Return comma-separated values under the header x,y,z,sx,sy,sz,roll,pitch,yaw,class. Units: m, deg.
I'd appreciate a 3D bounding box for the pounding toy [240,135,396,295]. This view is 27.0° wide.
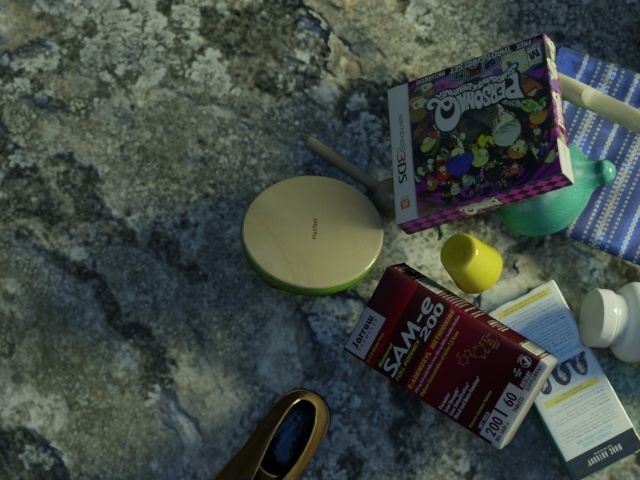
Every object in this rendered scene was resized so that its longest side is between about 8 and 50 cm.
x,y,z,sx,sy,sz,roll,pitch,yaw,class
0.000,0.000,1.754,0.183,0.110,0.237,25,55,15,pounding toy

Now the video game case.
x,y,z,sx,sy,sz,roll,pitch,yaw,class
0.198,-0.134,1.698,0.232,0.042,0.210,-17,59,27,video game case

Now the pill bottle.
x,y,z,sx,sy,sz,roll,pitch,yaw,class
0.428,0.108,1.693,0.184,0.103,0.103,7,83,-12,pill bottle

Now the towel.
x,y,z,sx,sy,sz,roll,pitch,yaw,class
0.411,-0.098,1.733,0.336,0.040,0.243,23,85,18,towel

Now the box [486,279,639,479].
x,y,z,sx,sy,sz,roll,pitch,yaw,class
0.313,0.181,1.728,0.100,0.060,0.244,-27,83,-1,box

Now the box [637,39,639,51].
x,y,z,sx,sy,sz,roll,pitch,yaw,class
0.630,-0.296,1.738,0.381,0.143,0.191,18,84,6,box

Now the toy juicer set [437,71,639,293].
x,y,z,sx,sy,sz,roll,pitch,yaw,class
0.267,-0.097,1.718,0.329,0.089,0.209,-39,51,12,toy juicer set

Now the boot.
x,y,z,sx,sy,sz,roll,pitch,yaw,class
-0.091,0.324,1.699,0.112,0.115,0.305,30,86,3,boot

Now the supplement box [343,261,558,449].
x,y,z,sx,sy,sz,roll,pitch,yaw,class
0.164,0.143,1.695,0.239,0.073,0.130,31,102,17,supplement box
